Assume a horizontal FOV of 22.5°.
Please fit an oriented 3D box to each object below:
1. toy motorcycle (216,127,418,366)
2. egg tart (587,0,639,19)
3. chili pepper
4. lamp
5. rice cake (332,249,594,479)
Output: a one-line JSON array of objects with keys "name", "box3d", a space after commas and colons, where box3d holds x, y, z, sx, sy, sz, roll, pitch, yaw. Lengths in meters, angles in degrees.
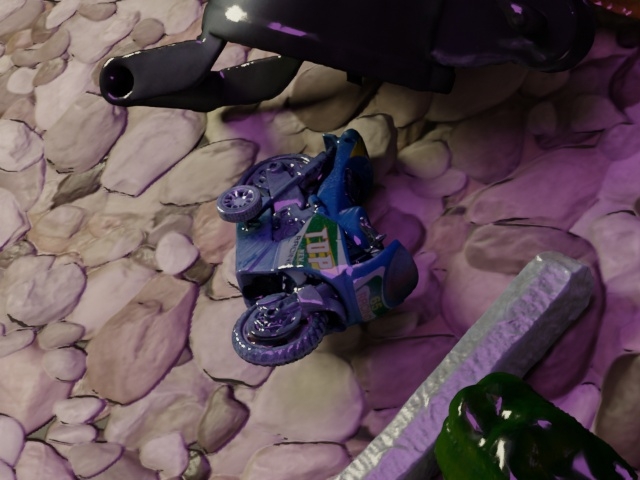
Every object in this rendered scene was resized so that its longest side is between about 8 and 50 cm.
[{"name": "toy motorcycle", "box3d": [0.000, 0.000, 1.186, 0.136, 0.092, 0.254, -12, 36, 6]}, {"name": "egg tart", "box3d": [0.277, -0.281, 1.236, 0.215, 0.171, 0.215, -10, 52, 14]}, {"name": "chili pepper", "box3d": [0.160, 0.168, 0.951, 0.099, 0.083, 0.253, -37, 46, -20]}, {"name": "lamp", "box3d": [0.023, -0.245, 1.247, 0.374, 0.205, 0.272, -2, 90, 25]}, {"name": "rice cake", "box3d": [0.095, 0.099, 1.075, 0.245, 0.042, 0.045, -46, 45, -17]}]
